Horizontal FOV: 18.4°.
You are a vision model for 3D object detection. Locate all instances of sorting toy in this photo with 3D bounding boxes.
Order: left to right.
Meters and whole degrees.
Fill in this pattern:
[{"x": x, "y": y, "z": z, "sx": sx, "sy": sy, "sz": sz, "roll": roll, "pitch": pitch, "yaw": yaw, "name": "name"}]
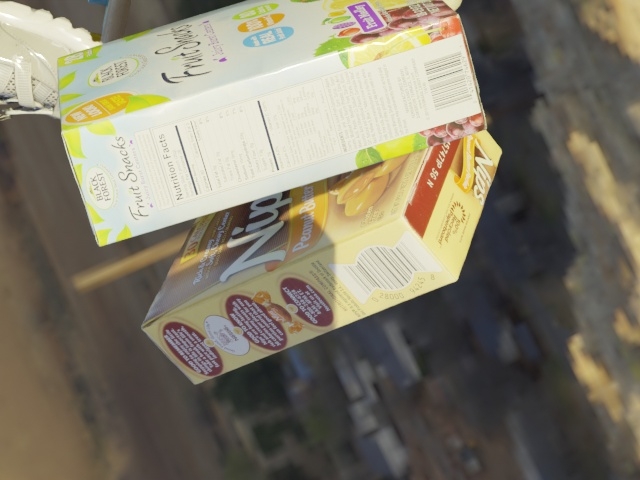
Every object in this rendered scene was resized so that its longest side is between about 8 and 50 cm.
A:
[{"x": -0.232, "y": -0.222, "z": 2.108, "sx": 0.196, "sy": 0.047, "sz": 0.348, "roll": -92, "pitch": 16, "yaw": -65, "name": "sorting toy"}]

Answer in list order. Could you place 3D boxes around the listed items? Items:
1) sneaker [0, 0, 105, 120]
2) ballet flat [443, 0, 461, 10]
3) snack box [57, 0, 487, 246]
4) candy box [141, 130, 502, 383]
[{"x": -0.254, "y": -0.127, "z": 1.506, "sx": 0.281, "sy": 0.115, "sz": 0.105, "roll": 26, "pitch": 173, "yaw": -8, "name": "sneaker"}, {"x": -0.005, "y": -0.135, "z": 1.378, "sx": 0.248, "sy": 0.086, "sz": 0.086, "roll": -28, "pitch": 86, "yaw": 34, "name": "ballet flat"}, {"x": -0.033, "y": -0.079, "z": 1.054, "sx": 0.174, "sy": 0.207, "sz": 0.070, "roll": -117, "pitch": 9, "yaw": -71, "name": "snack box"}, {"x": 0.000, "y": 0.000, "z": 1.794, "sx": 0.316, "sy": 0.183, "sz": 0.087, "roll": -23, "pitch": 118, "yaw": 35, "name": "candy box"}]
